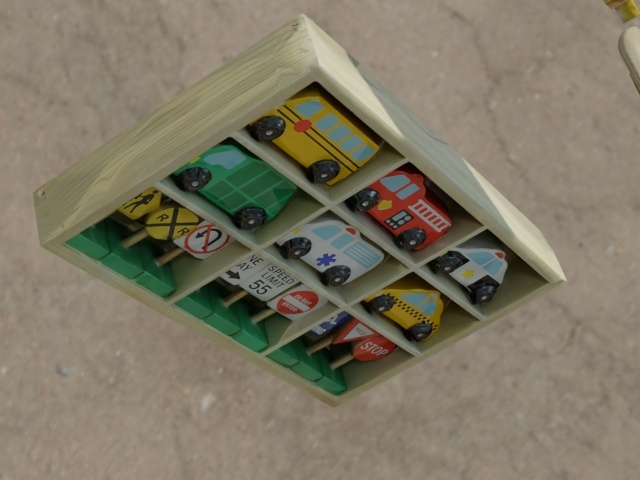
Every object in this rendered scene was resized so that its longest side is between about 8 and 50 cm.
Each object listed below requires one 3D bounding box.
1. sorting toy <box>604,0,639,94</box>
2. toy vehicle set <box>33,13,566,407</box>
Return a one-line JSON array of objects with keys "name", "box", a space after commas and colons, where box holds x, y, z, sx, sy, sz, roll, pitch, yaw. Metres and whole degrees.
[{"name": "sorting toy", "box": [0.331, -0.136, 1.384, 0.307, 0.041, 0.229, 65, 19, 10]}, {"name": "toy vehicle set", "box": [0.000, 0.000, 0.758, 0.267, 0.166, 0.035, 35, 30, -49]}]
